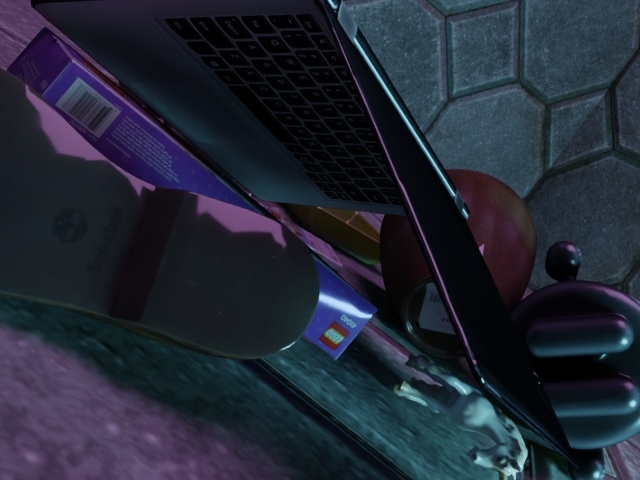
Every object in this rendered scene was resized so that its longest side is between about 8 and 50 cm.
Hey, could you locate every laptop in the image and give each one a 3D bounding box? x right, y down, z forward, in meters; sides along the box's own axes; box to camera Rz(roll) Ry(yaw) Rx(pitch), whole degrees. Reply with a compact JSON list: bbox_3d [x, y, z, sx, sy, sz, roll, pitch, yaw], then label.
[{"bbox_3d":[0.000,0.000,0.618,0.408,0.236,0.382,7,-18,28],"label":"laptop"}]

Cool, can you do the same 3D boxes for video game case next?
[{"bbox_3d":[-0.030,-0.005,1.010,0.122,0.011,0.087,32,10,-20],"label":"video game case"}]

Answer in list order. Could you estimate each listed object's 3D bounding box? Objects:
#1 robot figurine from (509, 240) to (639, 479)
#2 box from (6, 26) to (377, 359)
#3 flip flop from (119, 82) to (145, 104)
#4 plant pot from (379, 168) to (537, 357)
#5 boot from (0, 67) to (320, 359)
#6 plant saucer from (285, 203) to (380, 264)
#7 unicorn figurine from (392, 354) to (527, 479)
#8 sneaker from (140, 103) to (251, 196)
[{"bbox_3d":[0.277,0.130,0.820,0.174,0.209,0.278,34,6,17],"label":"robot figurine"},{"bbox_3d":[-0.105,-0.039,0.595,0.293,0.057,0.201,40,1,-31],"label":"box"},{"bbox_3d":[-0.194,-0.192,1.138,0.080,0.112,0.277,9,-7,40],"label":"flip flop"},{"bbox_3d":[0.165,0.043,0.944,0.215,0.215,0.230,35,24,-1],"label":"plant pot"},{"bbox_3d":[-0.157,-0.009,0.425,0.305,0.112,0.115,28,-20,-13],"label":"boot"},{"bbox_3d":[0.018,-0.032,1.204,0.188,0.045,0.188,29,10,-31],"label":"plant saucer"},{"bbox_3d":[0.117,0.142,0.631,0.111,0.060,0.162,31,12,6],"label":"unicorn figurine"},{"bbox_3d":[-0.148,-0.145,0.830,0.106,0.162,0.281,41,11,34],"label":"sneaker"}]
